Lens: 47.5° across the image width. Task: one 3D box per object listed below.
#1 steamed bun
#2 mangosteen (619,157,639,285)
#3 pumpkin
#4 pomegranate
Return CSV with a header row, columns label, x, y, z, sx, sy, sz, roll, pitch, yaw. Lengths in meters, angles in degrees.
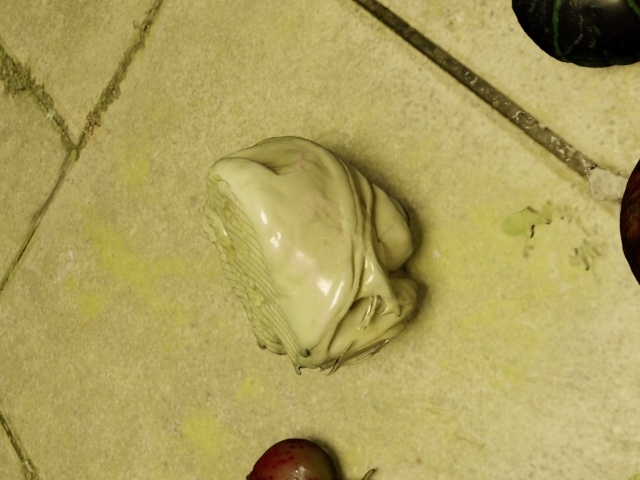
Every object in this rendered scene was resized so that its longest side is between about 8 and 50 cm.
label,x,y,z,sx,sy,sz,roll,pitch,yaw
steamed bun,0.000,0.000,0.850,0.280,0.207,0.268,63,159,3
mangosteen,0.392,-0.019,0.599,0.262,0.235,0.235,21,99,-7
pumpkin,0.288,-0.279,0.710,0.221,0.162,0.220,-9,74,35
pomegranate,-0.016,0.308,0.878,0.159,0.129,0.129,0,85,35
